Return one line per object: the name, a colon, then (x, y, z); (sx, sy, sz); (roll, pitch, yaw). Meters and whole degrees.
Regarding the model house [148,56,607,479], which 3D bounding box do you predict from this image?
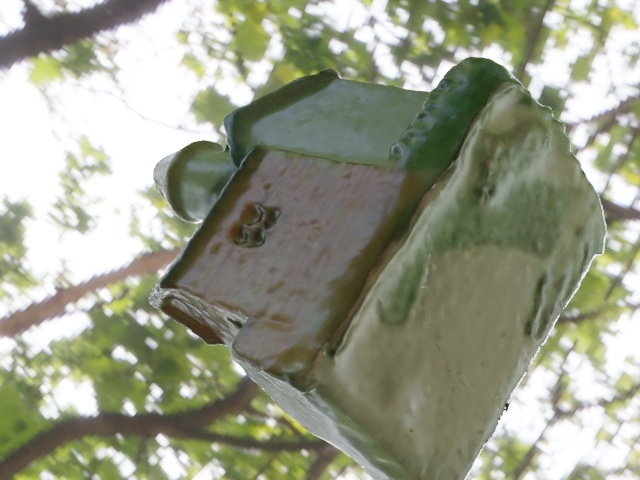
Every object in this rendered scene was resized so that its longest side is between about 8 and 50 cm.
model house: (0.000, 0.000, 1.190); (0.267, 0.325, 0.194); (-56, -47, -15)
